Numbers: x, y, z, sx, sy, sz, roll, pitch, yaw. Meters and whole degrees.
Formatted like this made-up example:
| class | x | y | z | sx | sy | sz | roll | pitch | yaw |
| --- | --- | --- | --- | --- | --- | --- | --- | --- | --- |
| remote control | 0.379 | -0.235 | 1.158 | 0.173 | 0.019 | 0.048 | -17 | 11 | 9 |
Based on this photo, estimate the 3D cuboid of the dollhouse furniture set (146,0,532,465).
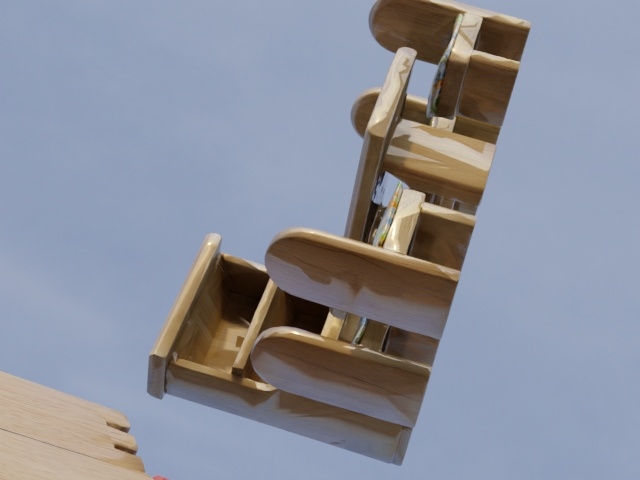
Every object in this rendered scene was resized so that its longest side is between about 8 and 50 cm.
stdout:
| class | x | y | z | sx | sy | sz | roll | pitch | yaw |
| --- | --- | --- | --- | --- | --- | --- | --- | --- | --- |
| dollhouse furniture set | 0.000 | 0.000 | 0.790 | 0.161 | 0.212 | 0.242 | 16 | -44 | 5 |

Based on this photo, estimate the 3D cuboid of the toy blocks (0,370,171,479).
| class | x | y | z | sx | sy | sz | roll | pitch | yaw |
| --- | --- | --- | --- | --- | --- | --- | --- | --- | --- |
| toy blocks | -0.085 | 0.187 | 0.572 | 0.261 | 0.381 | 0.190 | 24 | -72 | -32 |
